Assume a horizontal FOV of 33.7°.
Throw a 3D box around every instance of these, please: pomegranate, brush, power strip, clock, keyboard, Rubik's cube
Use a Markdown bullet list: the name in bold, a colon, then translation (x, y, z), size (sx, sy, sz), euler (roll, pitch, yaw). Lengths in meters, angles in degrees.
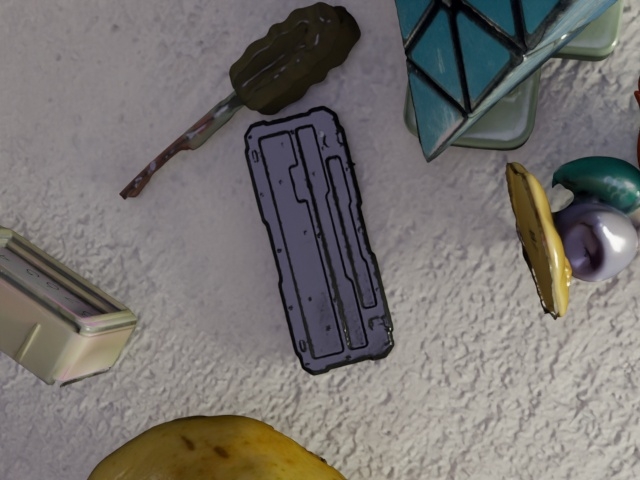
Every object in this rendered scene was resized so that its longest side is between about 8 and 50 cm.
- **pomegranate**: translation (-0.084, 0.322, 0.942), size (0.333, 0.332, 0.332), euler (0, 90, 10)
- **brush**: translation (-0.093, -0.137, 1.068), size (0.301, 0.084, 0.071), euler (-37, 83, 16)
- **power strip**: translation (0.191, -0.218, 1.021), size (0.194, 0.059, 0.264), euler (7, 90, 10)
- **clock**: translation (-0.297, 0.061, 1.062), size (0.192, 0.147, 0.071), euler (33, 95, 9)
- **keyboard**: translation (0.000, 0.000, 1.062), size (0.106, 0.016, 0.262), euler (-14, 91, 1)
- **Rubik's cube**: translation (0.162, -0.226, 0.894), size (0.228, 0.233, 0.228), euler (-2, 62, 31)

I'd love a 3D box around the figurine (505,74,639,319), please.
- **figurine**: translation (0.308, -0.046, 0.945), size (0.257, 0.181, 0.208), euler (-15, 58, 3)
